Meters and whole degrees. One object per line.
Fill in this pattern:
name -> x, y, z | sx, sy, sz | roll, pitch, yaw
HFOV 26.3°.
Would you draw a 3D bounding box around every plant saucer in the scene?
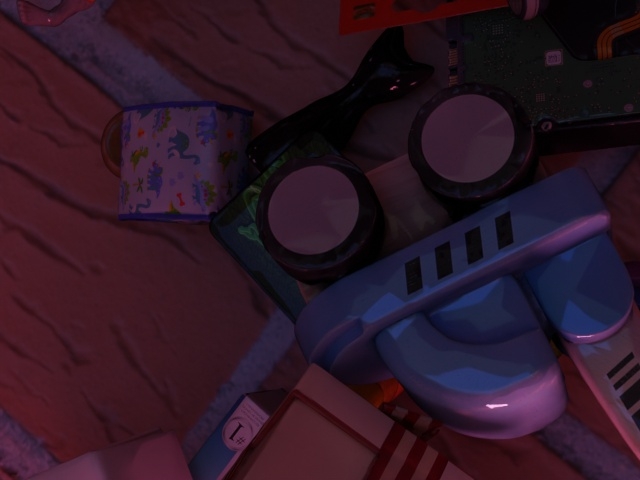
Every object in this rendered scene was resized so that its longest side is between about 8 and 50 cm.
plant saucer -> -0.211, -0.109, 1.530 | 0.083, 0.015, 0.083 | -1, 86, 18

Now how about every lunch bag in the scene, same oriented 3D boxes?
lunch bag -> -0.153, -0.081, 1.466 | 0.151, 0.096, 0.129 | 1, 86, 29

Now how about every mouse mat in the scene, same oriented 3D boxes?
mouse mat -> 0.000, 0.000, 1.361 | 0.152, 0.007, 0.190 | -43, 76, -1

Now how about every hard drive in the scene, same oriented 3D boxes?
hard drive -> 0.292, -0.205, 1.323 | 0.338, 0.064, 0.237 | -6, 67, 16

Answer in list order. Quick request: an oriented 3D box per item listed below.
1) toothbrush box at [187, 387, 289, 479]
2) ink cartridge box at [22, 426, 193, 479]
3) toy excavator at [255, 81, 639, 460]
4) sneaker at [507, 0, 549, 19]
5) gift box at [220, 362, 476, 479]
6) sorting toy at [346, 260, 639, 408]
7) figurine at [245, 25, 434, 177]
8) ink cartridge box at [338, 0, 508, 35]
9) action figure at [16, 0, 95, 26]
toothbrush box -> -0.069, 0.331, 1.394 | 0.216, 0.126, 0.295 | 41, 99, 16
ink cartridge box -> -0.221, 0.407, 1.289 | 0.279, 0.160, 0.385 | -24, 81, 18
toy excavator -> 0.216, 0.088, 1.171 | 0.433, 0.222, 0.445 | -26, 70, 4
sneaker -> 0.248, -0.314, 1.289 | 0.163, 0.086, 0.226 | 0, 73, -2
gift box -> 0.010, 0.299, 1.147 | 0.276, 0.258, 0.255 | 39, 127, -4
sorting toy -> 0.156, 0.112, 1.317 | 0.365, 0.126, 0.127 | -13, 115, 16
figurine -> 0.067, -0.084, 1.408 | 0.209, 0.092, 0.215 | -43, 76, 6
ink cartridge box -> 0.103, -0.324, 1.376 | 0.189, 0.066, 0.232 | -8, 51, 17
action figure -> -0.159, -0.380, 1.492 | 0.330, 0.178, 0.341 | -8, 56, 10
